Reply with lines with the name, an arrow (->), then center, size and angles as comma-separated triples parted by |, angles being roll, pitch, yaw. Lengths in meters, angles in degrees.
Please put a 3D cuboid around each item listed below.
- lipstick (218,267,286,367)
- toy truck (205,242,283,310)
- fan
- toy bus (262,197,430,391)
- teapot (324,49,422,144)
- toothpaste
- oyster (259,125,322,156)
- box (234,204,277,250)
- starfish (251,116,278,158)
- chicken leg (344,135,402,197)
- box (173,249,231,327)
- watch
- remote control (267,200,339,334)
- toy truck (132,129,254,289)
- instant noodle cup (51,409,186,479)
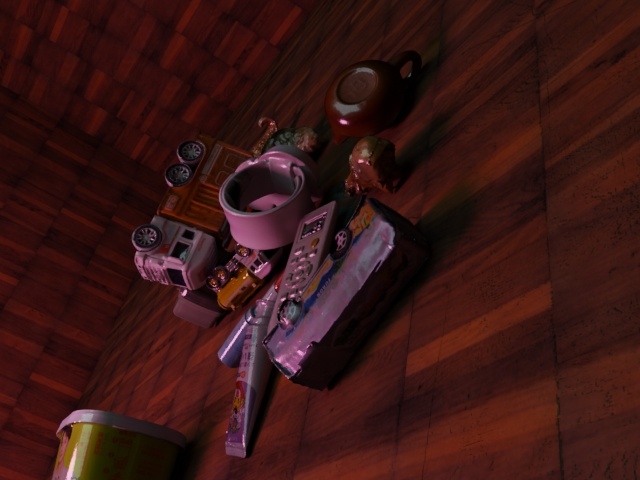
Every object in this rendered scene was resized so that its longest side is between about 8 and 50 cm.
lipstick -> -0.126, 0.159, 1.389 | 0.274, 0.061, 0.068 | -53, -3, 22
toy truck -> -0.182, 0.072, 1.583 | 0.227, 0.114, 0.098 | -45, 4, 35
fan -> 0.020, -0.021, 1.374 | 0.223, 0.012, 0.294 | -37, 30, 46
toy bus -> 0.038, 0.094, 1.037 | 0.316, 0.113, 0.138 | -56, 30, 14
teapot -> 0.117, -0.304, 1.390 | 0.252, 0.135, 0.178 | -40, 56, 2
toothpaste -> -0.130, 0.264, 1.265 | 0.114, 0.073, 0.299 | -25, 47, 59
oyster -> -0.126, -0.217, 1.782 | 0.294, 0.094, 0.166 | -42, 32, 13
box -> -0.170, -0.044, 1.778 | 0.152, 0.070, 0.237 | -53, 22, 17
starfish -> -0.211, -0.235, 2.090 | 0.303, 0.113, 0.312 | -53, 24, 18
chicken leg -> 0.094, -0.128, 1.241 | 0.085, 0.101, 0.207 | -64, 4, -20
box -> -0.307, 0.121, 1.770 | 0.129, 0.148, 0.210 | -54, 17, 40
watch -> -0.127, -0.082, 1.490 | 0.244, 0.196, 0.231 | 6, 48, 24
remote control -> -0.023, 0.066, 1.284 | 0.109, 0.055, 0.312 | -25, 39, 42
toy truck -> -0.304, -0.066, 1.645 | 0.173, 0.207, 0.387 | 94, -164, -66
instant noodle cup -> -0.457, 0.554, 1.383 | 0.294, 0.294, 0.307 | -37, 37, 47
